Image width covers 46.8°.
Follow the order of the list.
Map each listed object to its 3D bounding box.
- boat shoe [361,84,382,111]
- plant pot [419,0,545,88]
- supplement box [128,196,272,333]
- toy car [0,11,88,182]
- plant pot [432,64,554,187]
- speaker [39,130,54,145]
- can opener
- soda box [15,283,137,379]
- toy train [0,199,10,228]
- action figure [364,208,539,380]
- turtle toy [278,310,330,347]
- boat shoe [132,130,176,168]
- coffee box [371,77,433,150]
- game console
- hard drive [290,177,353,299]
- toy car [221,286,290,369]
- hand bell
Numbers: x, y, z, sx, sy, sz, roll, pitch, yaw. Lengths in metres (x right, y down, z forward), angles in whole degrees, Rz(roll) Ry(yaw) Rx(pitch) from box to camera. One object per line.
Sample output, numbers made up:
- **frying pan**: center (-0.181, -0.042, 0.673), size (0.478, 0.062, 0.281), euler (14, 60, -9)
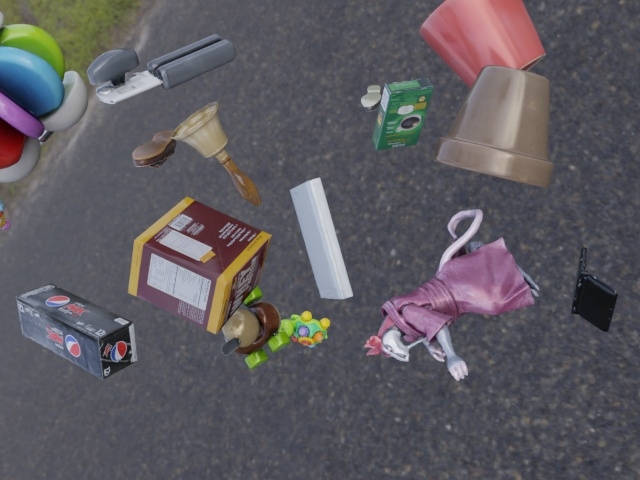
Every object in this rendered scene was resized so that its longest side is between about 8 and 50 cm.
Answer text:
- **boat shoe**: center (0.130, -0.347, 1.848), size (0.137, 0.049, 0.043), euler (-73, -16, -59)
- **plant pot**: center (0.429, -0.517, 1.902), size (0.275, 0.275, 0.243), euler (-35, 86, 39)
- **supplement box**: center (-0.229, 0.043, 1.422), size (0.191, 0.194, 0.129), euler (-52, -17, -53)
- **toy car**: center (-0.338, -0.140, 0.770), size (0.182, 0.159, 0.136), euler (-45, 39, 3)
- **plant pot**: center (0.402, -0.253, 1.616), size (0.263, 0.263, 0.229), euler (27, 106, 55)
- **speaker**: center (-0.720, -0.304, 1.939), size (0.136, 0.055, 0.055), euler (-35, 47, 32)
- **can opener**: center (-0.296, -0.338, 1.388), size (0.076, 0.283, 0.095), euler (37, 148, 41)
- **soda box**: center (-0.303, 0.109, 0.913), size (0.168, 0.053, 0.060), euler (18, 119, 34)
- **toy train**: center (-0.609, -0.036, 1.269), size (0.166, 0.125, 0.046), euler (-21, 78, 3)
- **action figure**: center (0.240, 0.117, 1.474), size (0.276, 0.370, 0.248), euler (67, 163, -1)
- **turtle toy**: center (-0.043, 0.219, 1.801), size (0.095, 0.130, 0.066), euler (130, 157, -56)
- **boat shoe**: center (-0.446, -0.234, 2.015), size (0.207, 0.073, 0.073), euler (-57, -27, -60)
- **coffee box**: center (0.189, -0.294, 1.735), size (0.184, 0.113, 0.040), euler (99, 155, -52)
- **game console**: center (0.515, 0.092, 1.389), size (0.071, 0.122, 0.107), euler (9, 48, 16)
- **hard drive**: center (0.000, 0.000, 1.934), size (0.203, 0.040, 0.308), euler (169, 84, -74)
- **toy car**: center (-0.186, 0.204, 1.650), size (0.149, 0.188, 0.155), euler (-40, 74, 23)
- **hand bell**: center (-0.207, -0.171, 1.633), size (0.126, 0.242, 0.126), euler (-29, 24, 15)
